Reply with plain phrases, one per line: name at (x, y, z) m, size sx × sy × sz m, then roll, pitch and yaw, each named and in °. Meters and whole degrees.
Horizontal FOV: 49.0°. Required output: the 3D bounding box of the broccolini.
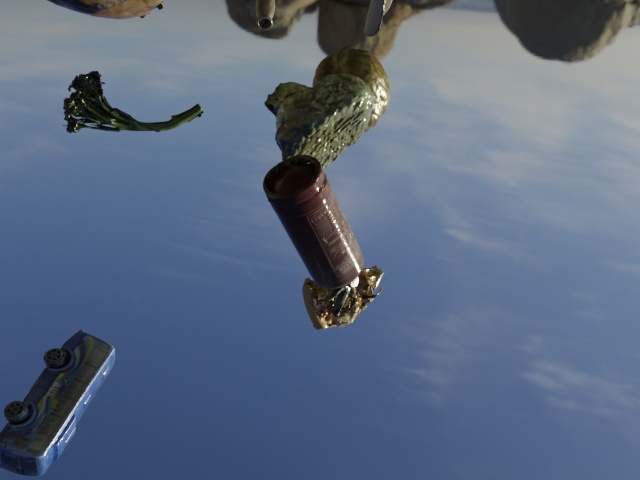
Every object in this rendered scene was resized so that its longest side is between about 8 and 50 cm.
broccolini at (-0.366, -0.273, 1.369) m, size 0.271 × 0.123 × 0.062 m, roll -4°, pitch -146°, yaw -12°

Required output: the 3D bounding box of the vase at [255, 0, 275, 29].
vase at (-0.151, -0.620, 1.908) m, size 0.053 × 0.053 × 0.101 m, roll 3°, pitch -127°, yaw -6°

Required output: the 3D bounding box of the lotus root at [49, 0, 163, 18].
lotus root at (-0.490, -0.627, 1.517) m, size 0.316 × 0.316 × 0.250 m, roll 13°, pitch -154°, yaw 22°

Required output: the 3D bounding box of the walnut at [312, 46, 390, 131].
walnut at (0.104, -0.461, 2.175) m, size 0.227 × 0.283 × 0.283 m, roll -7°, pitch -167°, yaw 23°

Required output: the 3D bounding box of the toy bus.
toy bus at (-0.408, 0.248, 1.087) m, size 0.094 × 0.079 × 0.237 m, roll 17°, pitch -137°, yaw 5°

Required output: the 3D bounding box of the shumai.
shumai at (-0.021, -0.298, 1.557) m, size 0.225 × 0.261 × 0.222 m, roll -15°, pitch -112°, yaw -39°

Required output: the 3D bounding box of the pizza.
pizza at (0.061, 0.139, 1.695) m, size 0.226 × 0.147 × 0.069 m, roll -3°, pitch -173°, yaw -25°

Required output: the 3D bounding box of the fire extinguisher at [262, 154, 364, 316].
fire extinguisher at (0.000, 0.000, 1.095) m, size 0.104 × 0.269 × 0.105 m, roll -14°, pitch -138°, yaw 14°

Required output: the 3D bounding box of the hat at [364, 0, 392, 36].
hat at (0.098, -0.483, 1.344) m, size 0.084 × 0.175 × 0.147 m, roll 21°, pitch -135°, yaw 1°
